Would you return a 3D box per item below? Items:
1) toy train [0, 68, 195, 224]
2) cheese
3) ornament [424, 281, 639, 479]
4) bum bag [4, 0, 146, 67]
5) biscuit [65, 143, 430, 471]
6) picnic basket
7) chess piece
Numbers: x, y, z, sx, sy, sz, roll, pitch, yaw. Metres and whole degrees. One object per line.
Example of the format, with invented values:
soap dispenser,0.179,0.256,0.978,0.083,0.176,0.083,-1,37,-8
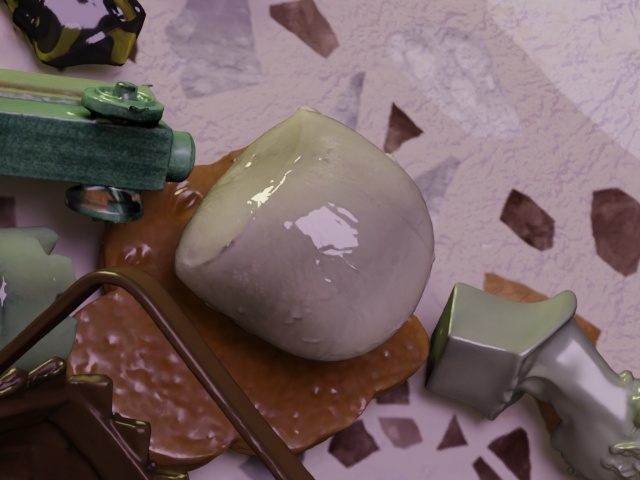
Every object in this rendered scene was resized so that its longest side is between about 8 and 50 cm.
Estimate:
toy train,-0.249,-0.091,1.358,0.285,0.177,0.116,4,107,-22
cheese,0.000,0.000,1.365,0.189,0.154,0.198,41,54,-4
ornament,0.225,0.130,1.479,0.285,0.130,0.120,36,44,-5
bum bag,-0.248,-0.240,1.476,0.106,0.060,0.232,-36,83,-24
biscuit,-0.058,0.052,1.432,0.376,0.051,0.269,-33,81,-33
picnic basket,-0.161,0.198,1.130,0.254,0.321,0.291,52,21,7
chess piece,-0.335,0.056,1.239,0.299,0.194,0.195,-4,68,-35
